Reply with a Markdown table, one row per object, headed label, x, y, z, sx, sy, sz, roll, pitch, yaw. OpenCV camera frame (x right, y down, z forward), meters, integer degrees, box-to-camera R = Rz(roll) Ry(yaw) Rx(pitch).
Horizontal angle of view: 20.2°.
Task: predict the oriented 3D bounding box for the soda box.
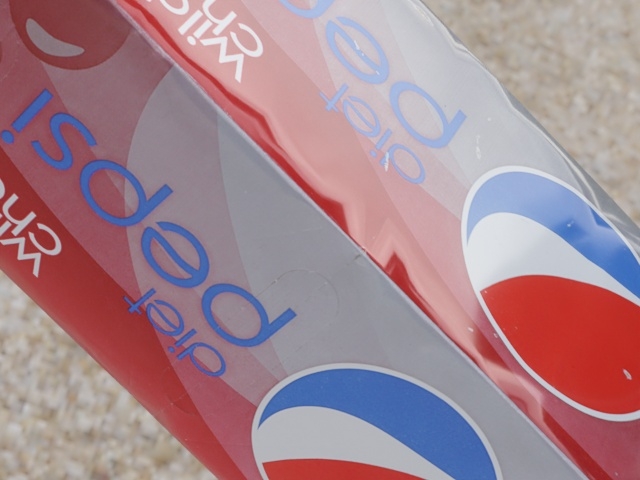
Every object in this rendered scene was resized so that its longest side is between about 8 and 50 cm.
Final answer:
| label | x | y | z | sx | sy | sz | roll | pitch | yaw |
| --- | --- | --- | --- | --- | --- | --- | --- | --- | --- |
| soda box | 0.000 | 0.000 | 0.425 | 0.263 | 0.083 | 0.092 | 45 | 39 | -7 |
